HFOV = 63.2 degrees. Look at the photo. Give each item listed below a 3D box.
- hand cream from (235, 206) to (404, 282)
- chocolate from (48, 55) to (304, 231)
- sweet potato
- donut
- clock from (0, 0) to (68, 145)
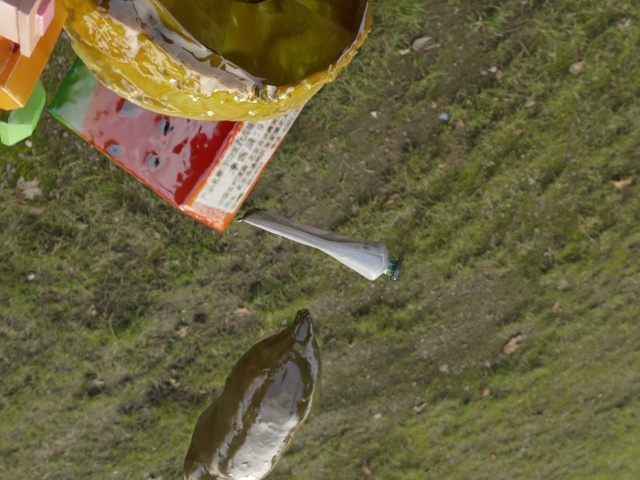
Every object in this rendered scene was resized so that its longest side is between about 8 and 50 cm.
[{"bbox_3d":[0.000,0.000,1.044,0.336,0.121,0.076,21,103,7],"label":"hand cream"},{"bbox_3d":[-0.224,-0.252,0.865,0.360,0.341,0.161,-56,168,7],"label":"chocolate"},{"bbox_3d":[-0.093,0.263,0.799,0.158,0.157,0.369,16,123,-33],"label":"sweet potato"},{"bbox_3d":[-0.100,-0.269,0.473,0.330,0.160,0.329,-1,94,-16],"label":"donut"},{"bbox_3d":[-0.306,-0.176,0.331,0.255,0.106,0.220,20,157,-23],"label":"clock"}]
